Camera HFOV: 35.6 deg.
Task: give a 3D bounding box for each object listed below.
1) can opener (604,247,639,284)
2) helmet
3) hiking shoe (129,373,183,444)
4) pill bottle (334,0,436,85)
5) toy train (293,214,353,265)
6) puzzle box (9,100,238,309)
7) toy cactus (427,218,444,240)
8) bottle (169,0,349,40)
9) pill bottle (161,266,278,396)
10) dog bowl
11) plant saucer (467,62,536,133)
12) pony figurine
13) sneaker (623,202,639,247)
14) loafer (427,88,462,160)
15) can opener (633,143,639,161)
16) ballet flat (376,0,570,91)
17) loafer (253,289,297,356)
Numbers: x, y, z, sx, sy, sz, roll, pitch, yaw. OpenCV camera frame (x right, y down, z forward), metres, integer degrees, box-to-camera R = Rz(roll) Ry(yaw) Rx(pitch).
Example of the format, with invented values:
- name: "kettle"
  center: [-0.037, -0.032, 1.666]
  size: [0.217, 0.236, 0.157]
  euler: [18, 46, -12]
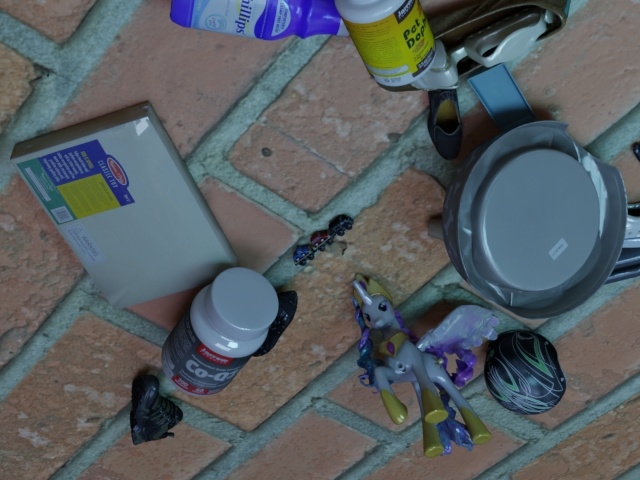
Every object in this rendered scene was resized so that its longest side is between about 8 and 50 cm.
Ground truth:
- name: "can opener"
  center: [0.516, 0.085, 1.988]
  size: [0.283, 0.095, 0.076]
  euler: [-15, 132, 11]
- name: "helmet"
  center: [0.434, 0.289, 2.123]
  size: [0.169, 0.162, 0.169]
  euler: [-2, 133, -2]
- name: "hiking shoe"
  center: [-0.364, 0.371, 2.228]
  size: [0.114, 0.086, 0.227]
  euler: [-3, 139, -19]
- name: "pill bottle"
  center: [0.094, -0.338, 1.496]
  size: [0.117, 0.117, 0.215]
  euler: [-18, 145, 13]
- name: "toy train"
  center: [0.000, 0.000, 1.933]
  size: [0.036, 0.027, 0.158]
  euler: [37, 121, -26]
- name: "puzzle box"
  center: [-0.351, -0.052, 1.853]
  size: [0.272, 0.052, 0.409]
  euler: [-15, 131, 11]
- name: "toy cactus"
  center: [0.298, -0.021, 1.898]
  size: [0.180, 0.112, 0.219]
  euler: [9, 136, 15]
- name: "bottle"
  center: [-0.089, -0.372, 1.549]
  size: [0.282, 0.092, 0.118]
  euler: [8, 134, -10]
- name: "pill bottle"
  center: [-0.198, 0.181, 1.961]
  size: [0.161, 0.161, 0.283]
  euler: [18, 142, -18]
- name: "dog bowl"
  center: [0.370, -0.039, 1.758]
  size: [0.348, 0.102, 0.349]
  euler: [-3, 100, -21]
- name: "plant saucer"
  center: [0.309, -0.244, 1.696]
  size: [0.067, 0.018, 0.192]
  euler: [-24, 149, 18]
- name: "pony figurine"
  center: [0.206, 0.251, 2.002]
  size: [0.302, 0.364, 0.351]
  euler: [-37, 140, 18]
- name: "sneaker"
  center: [0.536, -0.034, 1.900]
  size: [0.258, 0.094, 0.091]
  euler: [-8, 115, -3]
- name: "loafer"
  center: [0.218, -0.202, 1.738]
  size: [0.062, 0.061, 0.170]
  euler: [-12, 132, 7]
- name: "can opener"
  center: [0.641, -0.122, 1.845]
  size: [0.186, 0.073, 0.059]
  euler: [33, 162, -24]
- name: "ballet flat"
  center: [0.242, -0.310, 1.600]
  size: [0.342, 0.124, 0.116]
  euler: [-21, 130, 16]
- name: "loafer"
  center: [-0.105, 0.173, 2.052]
  size: [0.076, 0.078, 0.223]
  euler: [40, 140, -2]
